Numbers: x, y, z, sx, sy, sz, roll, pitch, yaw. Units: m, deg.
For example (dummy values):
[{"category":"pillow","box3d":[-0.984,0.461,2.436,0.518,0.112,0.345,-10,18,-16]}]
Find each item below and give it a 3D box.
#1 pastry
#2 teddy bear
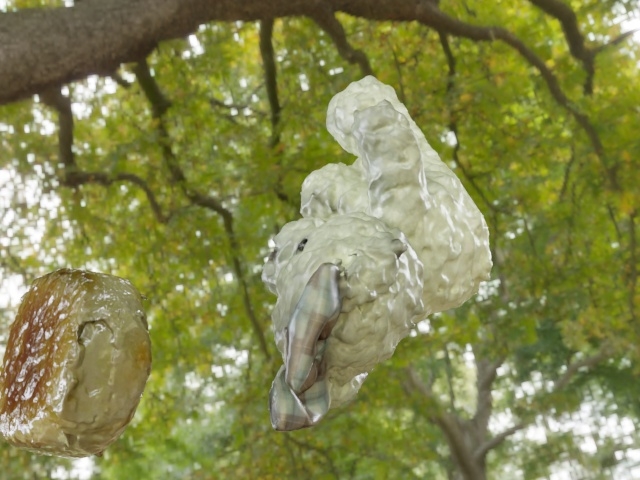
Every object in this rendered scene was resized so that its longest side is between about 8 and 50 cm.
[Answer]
[{"category":"pastry","box3d":[-0.233,0.112,0.854,0.093,0.182,0.192,18,-20,-36]},{"category":"teddy bear","box3d":[0.000,0.000,0.986,0.362,0.375,0.327,-13,-44,-38]}]
